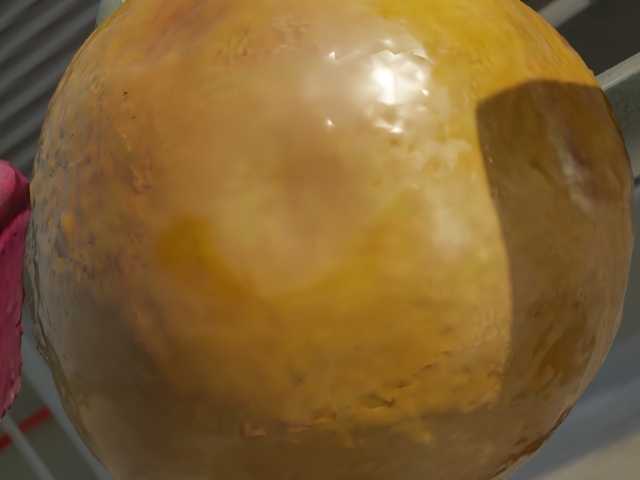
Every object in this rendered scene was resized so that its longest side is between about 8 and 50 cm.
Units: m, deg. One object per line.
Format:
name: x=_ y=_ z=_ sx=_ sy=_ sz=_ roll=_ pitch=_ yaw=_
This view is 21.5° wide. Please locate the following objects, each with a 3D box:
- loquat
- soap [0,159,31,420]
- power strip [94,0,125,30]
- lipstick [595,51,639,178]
loquat: x=0.000 y=0.000 z=0.886 sx=0.328 sy=0.328 sz=0.328 roll=-34 pitch=4 yaw=3
soap: x=-0.238 y=0.031 z=0.568 sx=0.250 sy=0.099 sz=0.162 roll=8 pitch=33 yaw=4
power strip: x=-0.049 y=-0.134 z=1.189 sx=0.048 sy=0.080 sz=0.286 roll=22 pitch=16 yaw=38
lipstick: x=0.178 y=-0.066 z=1.146 sx=0.317 sy=0.068 sz=0.066 roll=-28 pitch=10 yaw=30
